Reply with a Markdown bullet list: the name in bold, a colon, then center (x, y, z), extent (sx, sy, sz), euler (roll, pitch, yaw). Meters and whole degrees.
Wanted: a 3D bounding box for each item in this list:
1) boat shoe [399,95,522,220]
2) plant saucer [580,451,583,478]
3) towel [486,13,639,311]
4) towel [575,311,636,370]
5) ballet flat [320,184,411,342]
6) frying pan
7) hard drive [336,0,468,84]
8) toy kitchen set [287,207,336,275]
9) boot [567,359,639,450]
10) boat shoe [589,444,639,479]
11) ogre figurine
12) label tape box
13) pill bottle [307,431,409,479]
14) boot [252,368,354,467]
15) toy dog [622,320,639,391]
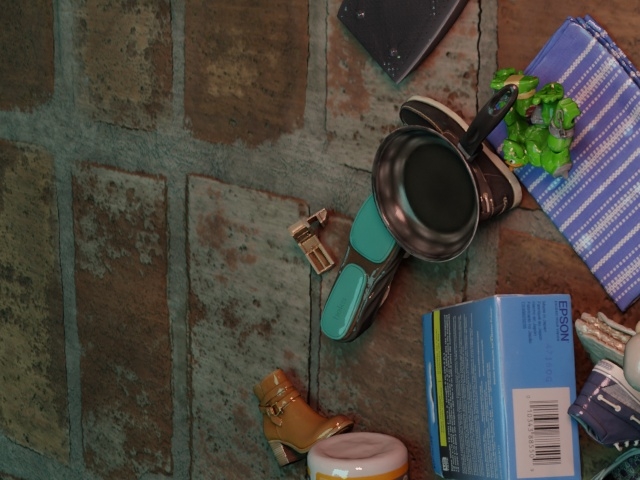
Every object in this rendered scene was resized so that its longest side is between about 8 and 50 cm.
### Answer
- **boat shoe**: center (0.184, -0.121, 1.905), extent (0.233, 0.079, 0.084), euler (49, 156, 25)
- **plant saucer**: center (0.290, 0.318, 1.955), extent (0.199, 0.036, 0.198), euler (14, 110, 42)
- **towel**: center (0.372, -0.104, 1.770), extent (0.336, 0.040, 0.243), euler (55, 132, 19)
- **towel**: center (0.454, 0.193, 1.687), extent (0.282, 0.187, 0.049), euler (33, 79, 32)
- **ballet flat**: center (0.082, 0.028, 2.031), extent (0.095, 0.096, 0.280), euler (40, 116, 30)
- **frying pan**: center (0.165, -0.119, 1.828), extent (0.197, 0.053, 0.326), euler (38, 130, 31)
- **hard drive**: center (0.138, -0.370, 1.914), extent (0.172, 0.054, 0.254), euler (51, 130, 22)
- **toy kitchen set**: center (0.000, 0.000, 2.133), extent (0.068, 0.083, 0.075), euler (-34, 72, 0)
- **boot**: center (0.396, 0.240, 1.712), extent (0.190, 0.086, 0.069), euler (42, 170, -20)
- **boat shoe**: center (0.400, 0.346, 1.825), extent (0.079, 0.081, 0.227), euler (50, 129, 23)
- **ogre figurine**: center (0.285, -0.151, 1.749), extent (0.197, 0.097, 0.118), euler (20, 127, 49)
- **label tape box**: center (0.243, 0.210, 1.860), extent (0.348, 0.115, 0.249), euler (146, 122, -77)
- **pill bottle**: center (0.065, 0.458, 2.116), extent (0.162, 0.162, 0.278), euler (7, 106, 42)
- **boot**: center (-0.038, 0.284, 2.236), extent (0.197, 0.073, 0.152), euler (-32, 74, 41)
- **toy dog**: center (0.514, 0.090, 1.531), extent (0.220, 0.334, 0.161), euler (119, 154, -42)
